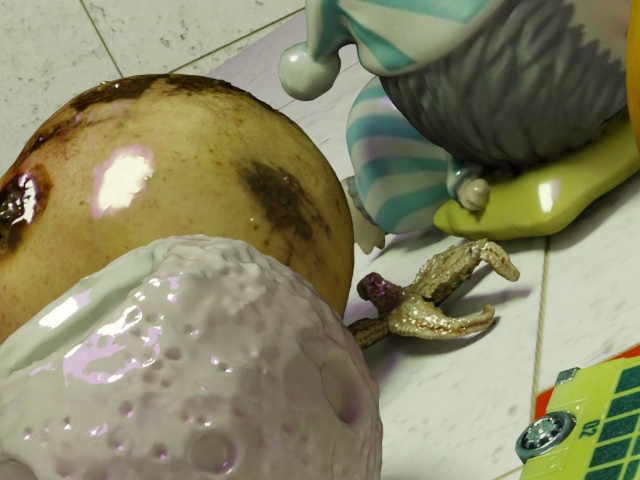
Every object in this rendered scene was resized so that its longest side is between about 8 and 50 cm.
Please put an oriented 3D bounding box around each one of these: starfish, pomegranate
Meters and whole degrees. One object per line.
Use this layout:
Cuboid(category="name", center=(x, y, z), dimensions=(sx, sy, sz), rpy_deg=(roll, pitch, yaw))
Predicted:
Cuboid(category="starfish", center=(0.070, 0.039, 1.298), dimensions=(0.150, 0.053, 0.209), rpy_deg=(-34, 13, -13))
Cuboid(category="pomegranate", center=(-0.125, 0.030, 1.296), dimensions=(0.322, 0.322, 0.322), rpy_deg=(-32, 15, 10))

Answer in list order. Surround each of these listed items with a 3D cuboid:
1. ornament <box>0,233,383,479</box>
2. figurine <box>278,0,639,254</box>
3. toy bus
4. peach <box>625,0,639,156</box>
Cuboid(category="ornament", center=(-0.085, 0.131, 1.010), dimensions=(0.259, 0.225, 0.259), rpy_deg=(-33, 14, 9))
Cuboid(category="figurine", center=(0.093, -0.202, 1.367), dimensions=(0.361, 0.378, 0.266), rpy_deg=(-16, 20, 50))
Cuboid(category="toy bus", center=(0.142, 0.131, 0.792), dimensions=(0.101, 0.088, 0.175), rpy_deg=(-22, 22, 35))
Cuboid(category="peach", center=(0.299, -0.119, 0.832), dimensions=(0.372, 0.290, 0.373), rpy_deg=(-36, 16, 12))
